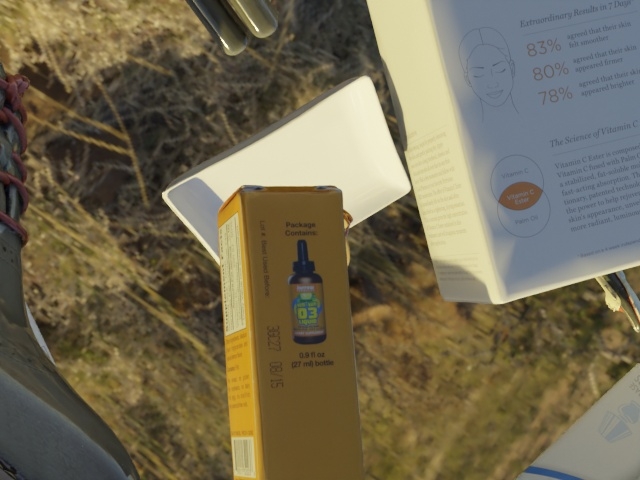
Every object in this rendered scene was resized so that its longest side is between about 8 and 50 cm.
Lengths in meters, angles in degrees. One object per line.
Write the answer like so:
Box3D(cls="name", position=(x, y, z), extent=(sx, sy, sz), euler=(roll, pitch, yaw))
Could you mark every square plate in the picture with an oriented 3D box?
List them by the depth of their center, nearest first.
Box3D(cls="square plate", position=(-0.043, -0.089, 1.524), extent=(0.347, 0.049, 0.344), euler=(-30, 149, 0))

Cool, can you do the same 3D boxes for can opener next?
Box3D(cls="can opener", position=(-0.142, -0.321, 0.956), extent=(0.076, 0.095, 0.283), euler=(-27, 120, 17))

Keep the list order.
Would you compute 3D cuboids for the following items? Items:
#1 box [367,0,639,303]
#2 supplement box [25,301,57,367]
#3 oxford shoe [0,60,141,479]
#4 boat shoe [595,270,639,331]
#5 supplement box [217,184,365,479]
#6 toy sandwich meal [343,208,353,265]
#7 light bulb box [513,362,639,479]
Box3D(cls="box", position=(0.196, -0.132, 0.919), extent=(0.215, 0.345, 0.168), euler=(-14, 180, -11))
Box3D(cls="supplement box", position=(-0.377, 0.075, 0.970), extent=(0.111, 0.220, 0.114), euler=(-33, 171, 33))
Box3D(cls="oxford shoe", position=(-0.163, -0.025, 0.382), extent=(0.130, 0.348, 0.123), euler=(-36, 166, -20))
Box3D(cls="boat shoe", position=(0.444, 0.080, 1.436), extent=(0.043, 0.137, 0.049), euler=(-33, 152, 20))
Box3D(cls="supplement box", position=(-0.023, 0.081, 0.679), extent=(0.080, 0.078, 0.233), euler=(154, -66, -69))
Box3D(cls="toy sandwich meal", position=(0.000, 0.000, 0.966), extent=(0.029, 0.085, 0.085), euler=(-37, 150, -50))
Box3D(cls="light bulb box", position=(0.356, 0.399, 1.034), extent=(0.361, 0.358, 0.225), euler=(-44, 143, 0))
